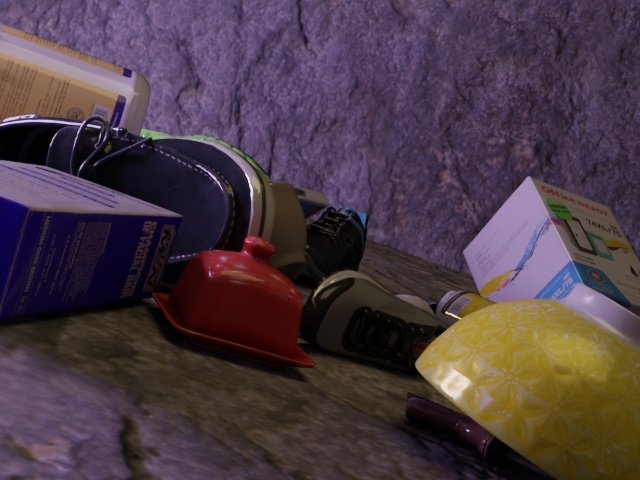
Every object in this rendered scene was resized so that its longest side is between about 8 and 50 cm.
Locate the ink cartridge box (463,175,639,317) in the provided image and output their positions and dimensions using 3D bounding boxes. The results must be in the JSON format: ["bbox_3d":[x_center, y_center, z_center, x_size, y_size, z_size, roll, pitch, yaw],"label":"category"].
[{"bbox_3d":[0.400,0.071,1.768,0.198,0.197,0.270,17,36,-28],"label":"ink cartridge box"}]

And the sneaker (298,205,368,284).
[{"bbox_3d":[0.000,0.000,1.889,0.125,0.139,0.341,23,7,12],"label":"sneaker"}]

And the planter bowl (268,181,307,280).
[{"bbox_3d":[-0.083,0.009,1.453,0.109,0.162,0.162,61,20,16],"label":"planter bowl"}]

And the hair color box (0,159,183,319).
[{"bbox_3d":[-0.290,-0.009,1.041,0.185,0.110,0.339,19,6,14],"label":"hair color box"}]

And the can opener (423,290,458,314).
[{"bbox_3d":[0.301,0.147,1.854,0.284,0.076,0.095,18,6,-31],"label":"can opener"}]

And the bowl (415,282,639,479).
[{"bbox_3d":[0.252,0.135,1.011,0.289,0.156,0.289,33,4,-2],"label":"bowl"}]

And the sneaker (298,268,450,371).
[{"bbox_3d":[0.080,0.107,1.304,0.272,0.100,0.108,15,12,-45],"label":"sneaker"}]

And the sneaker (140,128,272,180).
[{"bbox_3d":[-0.209,-0.108,1.994,0.202,0.185,0.483,10,12,-44],"label":"sneaker"}]

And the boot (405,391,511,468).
[{"bbox_3d":[0.125,0.179,1.030,0.114,0.037,0.106,24,-5,21],"label":"boot"}]

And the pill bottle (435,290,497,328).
[{"bbox_3d":[0.254,0.146,1.509,0.103,0.103,0.184,15,7,-44],"label":"pill bottle"}]

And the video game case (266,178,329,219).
[{"bbox_3d":[-0.132,-0.027,1.530,0.285,0.204,0.025,10,53,-64],"label":"video game case"}]

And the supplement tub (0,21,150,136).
[{"bbox_3d":[-0.454,-0.195,1.640,0.331,0.241,0.241,19,5,-16],"label":"supplement tub"}]

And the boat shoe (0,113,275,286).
[{"bbox_3d":[-0.261,-0.057,1.309,0.500,0.186,0.156,18,7,39],"label":"boat shoe"}]

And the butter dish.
[{"bbox_3d":[-0.081,0.053,1.117,0.160,0.118,0.160,17,6,-20],"label":"butter dish"}]
